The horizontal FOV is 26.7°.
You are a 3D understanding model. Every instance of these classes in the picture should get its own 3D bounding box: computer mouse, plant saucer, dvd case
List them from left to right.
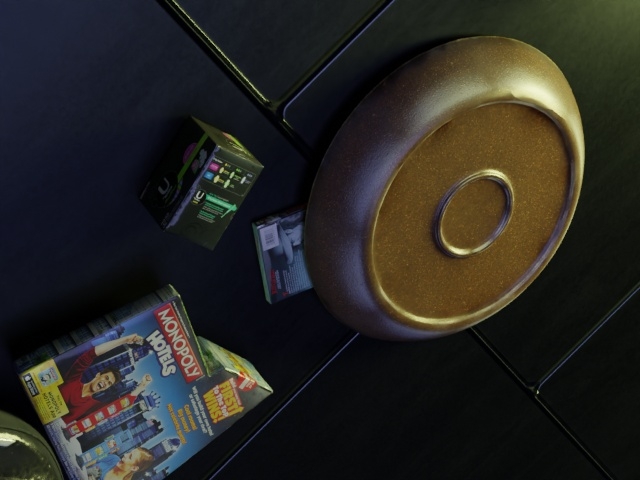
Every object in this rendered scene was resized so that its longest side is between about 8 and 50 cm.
[{"bbox_3d":[-0.285,0.149,1.032,0.262,0.184,0.060,24,81,-36],"label":"computer mouse"},{"bbox_3d":[0.000,0.000,1.209,0.119,0.013,0.087,-23,127,-19],"label":"dvd case"},{"bbox_3d":[0.130,-0.032,1.235,0.311,0.050,0.310,-17,126,-25],"label":"plant saucer"}]

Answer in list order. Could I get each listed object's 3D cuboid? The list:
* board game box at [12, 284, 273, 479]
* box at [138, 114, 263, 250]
[{"bbox_3d":[-0.148,0.127,1.168,0.194,0.060,0.194,-27,128,-16],"label":"board game box"},{"bbox_3d":[-0.097,-0.047,1.090,0.052,0.062,0.083,23,104,-37],"label":"box"}]
